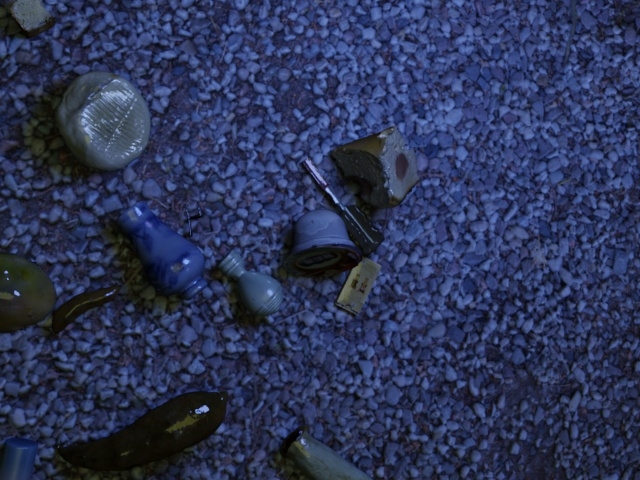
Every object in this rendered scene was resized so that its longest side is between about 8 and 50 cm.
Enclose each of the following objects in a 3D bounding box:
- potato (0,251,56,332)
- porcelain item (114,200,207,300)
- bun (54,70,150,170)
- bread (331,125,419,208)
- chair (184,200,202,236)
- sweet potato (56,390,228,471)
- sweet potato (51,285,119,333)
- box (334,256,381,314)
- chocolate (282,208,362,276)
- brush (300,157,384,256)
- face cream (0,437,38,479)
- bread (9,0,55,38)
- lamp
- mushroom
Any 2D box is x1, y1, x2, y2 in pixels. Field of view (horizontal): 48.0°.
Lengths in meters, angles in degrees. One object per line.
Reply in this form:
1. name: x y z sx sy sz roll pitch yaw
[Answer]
1. potato: -0.715 0.121 1.637 0.202 0.117 0.182 39 77 -11
2. porcelain item: -0.376 0.028 1.725 0.141 0.141 0.259 -39 90 -12
3. bun: -0.515 -0.280 1.684 0.229 0.145 0.229 -6 98 -49
4. bread: 0.187 -0.198 1.841 0.211 0.224 0.184 -26 102 -22
5. chair: -0.312 -0.053 1.787 0.042 0.037 0.086 -8 88 -4
6. sweet potato: -0.413 0.468 1.719 0.422 0.130 0.130 -20 95 -6
7. sweet potato: -0.565 0.151 1.710 0.182 0.053 0.054 -32 59 -16
8. box: 0.100 0.117 1.908 0.073 0.020 0.149 29 82 -15
9. chocolate: 0.007 -0.001 1.819 0.221 0.221 0.147 8 62 -15
10. brush: 0.049 -0.092 1.880 0.084 0.071 0.301 -41 92 -28
11. face cream: -0.716 0.587 1.652 0.077 0.077 0.250 12 87 -15
12. bread: -0.670 -0.522 1.671 0.083 0.070 0.077 -35 99 -14
13. lamp: -0.175 0.110 1.797 0.193 0.106 0.106 44 79 -1
14. mushroom: 0.028 0.596 1.857 0.312 0.081 0.100 42 86 -13
